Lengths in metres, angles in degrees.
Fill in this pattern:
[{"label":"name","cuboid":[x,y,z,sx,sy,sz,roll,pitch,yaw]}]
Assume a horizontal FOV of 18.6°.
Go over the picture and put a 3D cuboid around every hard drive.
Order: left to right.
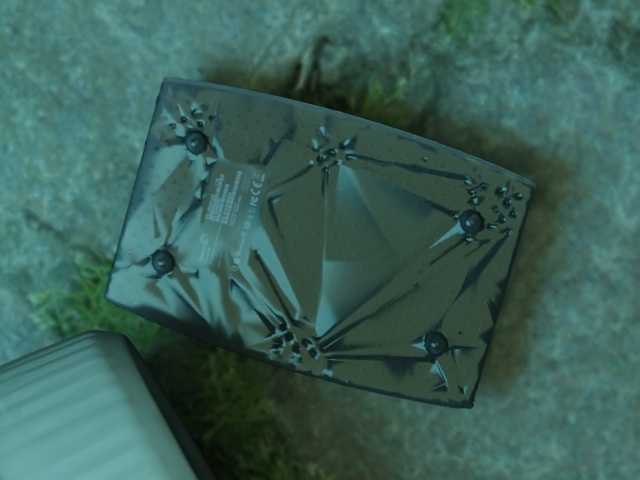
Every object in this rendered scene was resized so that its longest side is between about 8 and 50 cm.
[{"label":"hard drive","cuboid":[0.000,0.000,1.286,0.254,0.054,0.172,16,95,8]}]

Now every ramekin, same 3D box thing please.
[{"label":"ramekin","cuboid":[-0.125,0.179,1.216,0.127,0.273,0.273,-30,88,-4]}]
